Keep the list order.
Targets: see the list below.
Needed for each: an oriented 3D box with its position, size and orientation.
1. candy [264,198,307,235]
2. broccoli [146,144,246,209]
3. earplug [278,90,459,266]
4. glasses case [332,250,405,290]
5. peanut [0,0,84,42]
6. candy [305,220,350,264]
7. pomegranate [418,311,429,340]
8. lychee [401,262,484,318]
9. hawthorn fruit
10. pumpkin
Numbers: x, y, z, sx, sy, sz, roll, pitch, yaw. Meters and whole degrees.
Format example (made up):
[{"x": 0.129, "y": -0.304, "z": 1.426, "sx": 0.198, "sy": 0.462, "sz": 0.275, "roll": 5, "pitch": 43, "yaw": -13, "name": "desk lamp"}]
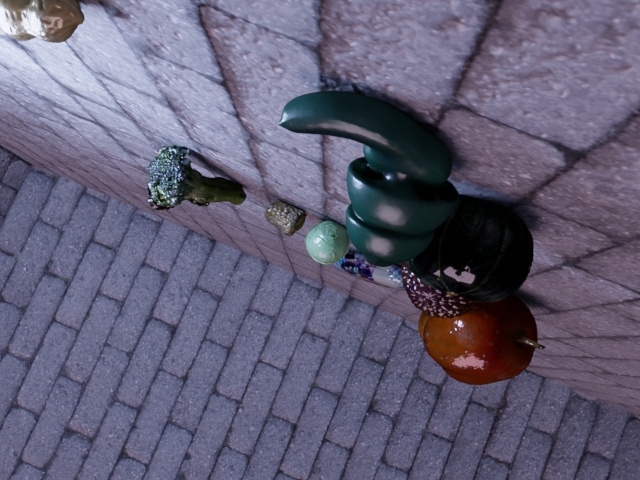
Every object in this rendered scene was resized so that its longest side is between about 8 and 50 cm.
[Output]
[{"x": -0.094, "y": -0.064, "z": 1.792, "sx": 0.110, "sy": 0.085, "sz": 0.095, "roll": 33, "pitch": 164, "yaw": 5, "name": "candy"}, {"x": -0.309, "y": -0.144, "z": 1.707, "sx": 0.146, "sy": 0.164, "sz": 0.304, "roll": -22, "pitch": 160, "yaw": 32, "name": "broccoli"}, {"x": 0.081, "y": -0.077, "z": 0.933, "sx": 0.258, "sy": 0.280, "sz": 0.164, "roll": -12, "pitch": -146, "yaw": -29, "name": "earplug"}, {"x": 0.157, "y": 0.091, "z": 2.074, "sx": 0.328, "sy": 0.076, "sz": 0.125, "roll": 16, "pitch": 168, "yaw": 40, "name": "glasses case"}, {"x": -0.403, "y": -0.326, "z": 0.947, "sx": 0.187, "sy": 0.082, "sz": 0.082, "roll": 17, "pitch": 170, "yaw": 33, "name": "peanut"}, {"x": 0.000, "y": 0.000, "z": 1.923, "sx": 0.119, "sy": 0.119, "sz": 0.440, "roll": 24, "pitch": 179, "yaw": -8, "name": "candy"}, {"x": 0.429, "y": 0.294, "z": 2.261, "sx": 0.191, "sy": 0.191, "sz": 0.191, "roll": 22, "pitch": 172, "yaw": 3, "name": "pomegranate"}, {"x": 0.268, "y": 0.074, "z": 1.366, "sx": 0.188, "sy": 0.188, "sz": 0.188, "roll": 22, "pitch": 172, "yaw": 3, "name": "lychee"}, {"x": 0.442, "y": 0.251, "z": 1.711, "sx": 0.287, "sy": 0.287, "sz": 0.330, "roll": 28, "pitch": 165, "yaw": -31, "name": "hawthorn fruit"}, {"x": 0.244, "y": 0.016, "z": 1.096, "sx": 0.221, "sy": 0.161, "sz": 0.220, "roll": 21, "pitch": 177, "yaw": 1, "name": "pumpkin"}]
